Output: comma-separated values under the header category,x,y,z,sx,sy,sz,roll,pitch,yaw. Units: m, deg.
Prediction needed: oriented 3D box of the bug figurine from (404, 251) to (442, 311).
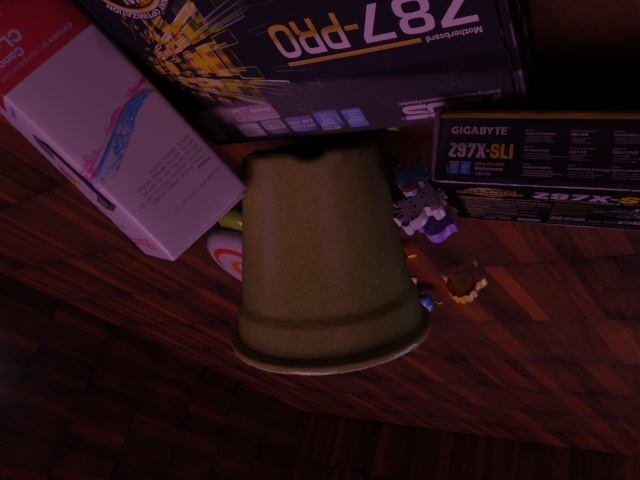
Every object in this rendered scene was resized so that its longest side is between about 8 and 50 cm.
category,x,y,z,sx,sy,sz,roll,pitch,yaw
bug figurine,0.111,0.076,1.091,0.216,0.072,0.279,1,151,29

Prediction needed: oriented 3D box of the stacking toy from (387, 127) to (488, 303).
category,x,y,z,sx,sy,sz,roll,pitch,yaw
stacking toy,0.124,-0.050,0.676,0.052,0.221,0.167,-27,136,15

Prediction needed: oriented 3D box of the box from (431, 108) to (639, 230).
category,x,y,z,sx,sy,sz,roll,pitch,yaw
box,0.296,-0.064,0.580,0.321,0.080,0.257,5,175,20

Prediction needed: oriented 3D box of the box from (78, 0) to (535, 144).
category,x,y,z,sx,sy,sz,roll,pitch,yaw
box,-0.026,-0.232,0.517,0.394,0.097,0.318,1,154,28

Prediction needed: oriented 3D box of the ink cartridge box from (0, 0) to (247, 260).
category,x,y,z,sx,sy,sz,roll,pitch,yaw
ink cartridge box,-0.261,-0.126,0.671,0.306,0.131,0.226,49,162,-18

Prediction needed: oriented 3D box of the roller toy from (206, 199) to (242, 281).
category,x,y,z,sx,sy,sz,roll,pitch,yaw
roller toy,-0.085,-0.003,0.961,0.191,0.146,0.209,30,157,-5

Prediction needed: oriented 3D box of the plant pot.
category,x,y,z,sx,sy,sz,roll,pitch,yaw
plant pot,0.000,0.000,0.737,0.275,0.254,0.276,-7,-167,2
